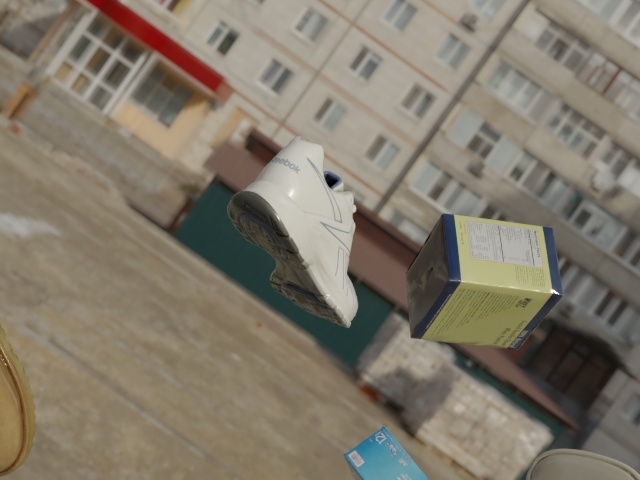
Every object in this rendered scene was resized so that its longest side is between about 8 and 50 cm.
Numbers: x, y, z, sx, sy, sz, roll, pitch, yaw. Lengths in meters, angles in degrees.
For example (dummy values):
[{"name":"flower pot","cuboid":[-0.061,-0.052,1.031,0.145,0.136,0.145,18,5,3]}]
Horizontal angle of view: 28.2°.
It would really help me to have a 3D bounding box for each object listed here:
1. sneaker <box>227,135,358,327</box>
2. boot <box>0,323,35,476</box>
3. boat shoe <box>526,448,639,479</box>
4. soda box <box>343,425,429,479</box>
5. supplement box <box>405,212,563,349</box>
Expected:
[{"name":"sneaker","cuboid":[0.000,0.000,1.462,0.111,0.129,0.297,25,-21,26]},{"name":"boot","cuboid":[-0.333,0.114,0.987,0.269,0.089,0.236,-42,118,-74]},{"name":"boat shoe","cuboid":[0.374,0.326,1.374,0.335,0.112,0.095,18,-21,40]},{"name":"soda box","cuboid":[0.118,0.336,1.583,0.210,0.067,0.071,50,-13,32]},{"name":"supplement box","cuboid":[0.113,0.030,0.896,0.083,0.056,0.083,7,-34,-14]}]
